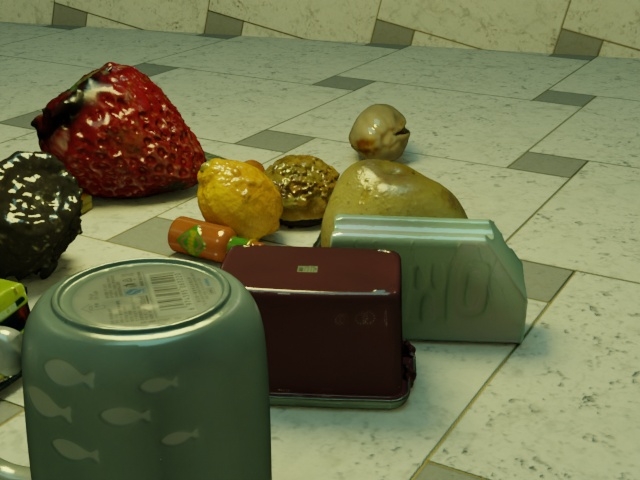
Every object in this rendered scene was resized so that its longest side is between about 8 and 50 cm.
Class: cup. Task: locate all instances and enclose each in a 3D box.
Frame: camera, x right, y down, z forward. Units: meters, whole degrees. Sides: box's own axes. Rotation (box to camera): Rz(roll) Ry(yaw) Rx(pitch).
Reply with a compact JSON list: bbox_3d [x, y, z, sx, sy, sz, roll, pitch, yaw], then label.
[{"bbox_3d":[-0.226,0.171,1.031,0.356,0.275,0.259,4,22,8],"label":"cup"}]

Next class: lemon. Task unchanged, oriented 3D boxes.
[{"bbox_3d":[-0.151,-0.073,1.783,0.142,0.187,0.142,-38,23,20],"label":"lemon"}]

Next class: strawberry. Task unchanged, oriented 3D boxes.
[{"bbox_3d":[-0.422,-0.204,2.036,0.291,0.310,0.292,-27,23,12],"label":"strawberry"}]

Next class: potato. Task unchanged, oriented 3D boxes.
[{"bbox_3d":[0.121,-0.020,1.599,0.242,0.243,0.285,-18,31,-38],"label":"potato"}]

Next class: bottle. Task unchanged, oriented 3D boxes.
[{"bbox_3d":[-0.177,0.005,1.718,0.187,0.069,0.069,11,24,27],"label":"bottle"}]

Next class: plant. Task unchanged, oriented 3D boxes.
[{"bbox_3d":[-0.502,-0.037,1.649,0.178,0.204,0.234,-44,2,-38],"label":"plant"}]

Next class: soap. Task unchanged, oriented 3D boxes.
[{"bbox_3d":[0.159,0.058,1.450,0.289,0.173,0.095,2,23,3],"label":"soap"}]

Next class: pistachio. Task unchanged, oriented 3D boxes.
[{"bbox_3d":[0.135,-0.249,2.270,0.143,0.144,0.215,2,16,4],"label":"pistachio"}]

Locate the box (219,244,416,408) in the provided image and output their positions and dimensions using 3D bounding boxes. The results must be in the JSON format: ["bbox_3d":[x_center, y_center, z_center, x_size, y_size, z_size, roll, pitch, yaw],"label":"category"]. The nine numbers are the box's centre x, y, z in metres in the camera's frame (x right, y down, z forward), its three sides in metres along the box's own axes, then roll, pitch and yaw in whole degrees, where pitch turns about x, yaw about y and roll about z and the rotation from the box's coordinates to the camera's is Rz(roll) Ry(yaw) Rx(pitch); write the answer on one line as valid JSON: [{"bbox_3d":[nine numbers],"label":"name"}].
[{"bbox_3d":[-0.015,0.110,1.331,0.294,0.168,0.193,2,24,4],"label":"box"}]

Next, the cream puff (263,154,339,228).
[{"bbox_3d":[-0.044,-0.104,1.911,0.189,0.130,0.189,-2,19,1],"label":"cream puff"}]

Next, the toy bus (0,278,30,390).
[{"bbox_3d":[-0.525,0.111,1.341,0.262,0.150,0.128,10,25,21],"label":"toy bus"}]

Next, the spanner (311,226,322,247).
[{"bbox_3d":[0.000,0.000,1.727,0.026,0.093,0.325,22,31,4],"label":"spanner"}]

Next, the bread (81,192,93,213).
[{"bbox_3d":[-0.514,-0.070,1.943,0.094,0.035,0.090,8,24,18],"label":"bread"}]

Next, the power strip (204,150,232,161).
[{"bbox_3d":[-0.221,-0.152,2.149,0.092,0.034,0.268,-20,29,-41],"label":"power strip"}]

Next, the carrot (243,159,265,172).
[{"bbox_3d":[-0.154,-0.099,1.952,0.061,0.061,0.257,3,26,7],"label":"carrot"}]
